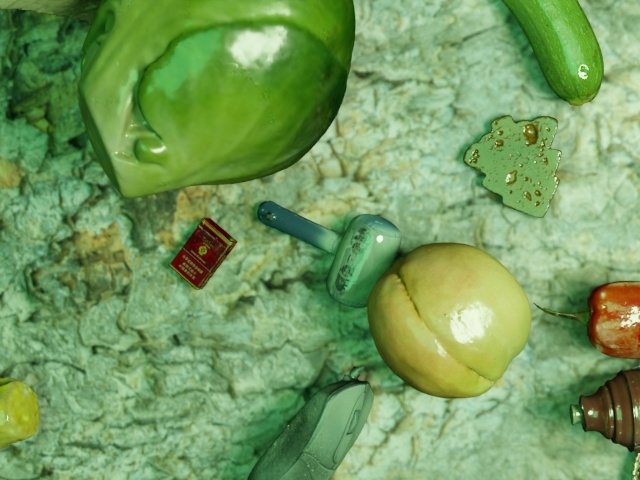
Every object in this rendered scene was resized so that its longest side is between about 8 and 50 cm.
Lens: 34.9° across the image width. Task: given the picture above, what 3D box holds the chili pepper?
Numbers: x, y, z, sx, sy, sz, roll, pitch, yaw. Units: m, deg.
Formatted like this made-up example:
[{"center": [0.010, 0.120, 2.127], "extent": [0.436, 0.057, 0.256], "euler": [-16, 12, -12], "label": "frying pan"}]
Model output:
[{"center": [0.338, 0.087, 1.154], "extent": [0.192, 0.084, 0.086], "euler": [7, 66, 14], "label": "chili pepper"}]

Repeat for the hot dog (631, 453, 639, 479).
[{"center": [0.451, 0.276, 1.143], "extent": [0.191, 0.059, 0.108], "euler": [-7, 85, 19], "label": "hot dog"}]

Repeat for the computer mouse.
[{"center": [-0.001, 0.253, 1.246], "extent": [0.068, 0.113, 0.229], "euler": [47, 108, 25], "label": "computer mouse"}]

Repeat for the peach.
[{"center": [0.142, 0.089, 1.165], "extent": [0.184, 0.184, 0.184], "euler": [1, 93, 16], "label": "peach"}]

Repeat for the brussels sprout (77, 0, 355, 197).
[{"center": [-0.121, -0.203, 1.160], "extent": [0.355, 0.289, 0.281], "euler": [-39, 81, -12], "label": "brussels sprout"}]

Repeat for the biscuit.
[{"center": [0.237, -0.086, 1.207], "extent": [0.119, 0.019, 0.130], "euler": [-21, 86, 16], "label": "biscuit"}]

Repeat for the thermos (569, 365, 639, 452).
[{"center": [0.391, 0.186, 1.117], "extent": [0.232, 0.124, 0.099], "euler": [-6, 50, 6], "label": "thermos"}]

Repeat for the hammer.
[{"center": [0.000, 0.000, 1.262], "extent": [0.194, 0.069, 0.116], "euler": [26, 100, 22], "label": "hammer"}]

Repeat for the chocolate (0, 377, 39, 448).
[{"center": [-0.598, 0.276, 1.406], "extent": [0.445, 0.162, 0.162], "euler": [-19, 87, 13], "label": "chocolate"}]

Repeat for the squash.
[{"center": [0.260, -0.257, 1.167], "extent": [0.077, 0.068, 0.219], "euler": [-32, 83, 16], "label": "squash"}]

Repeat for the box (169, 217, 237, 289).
[{"center": [-0.153, 0.017, 1.322], "extent": [0.051, 0.023, 0.082], "euler": [40, 102, 10], "label": "box"}]

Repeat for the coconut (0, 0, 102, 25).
[{"center": [-0.319, -0.462, 1.169], "extent": [0.405, 0.404, 0.404], "euler": [1, 93, 16], "label": "coconut"}]
